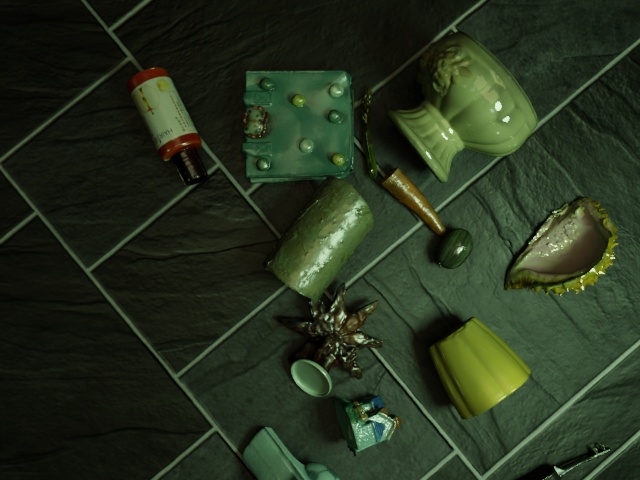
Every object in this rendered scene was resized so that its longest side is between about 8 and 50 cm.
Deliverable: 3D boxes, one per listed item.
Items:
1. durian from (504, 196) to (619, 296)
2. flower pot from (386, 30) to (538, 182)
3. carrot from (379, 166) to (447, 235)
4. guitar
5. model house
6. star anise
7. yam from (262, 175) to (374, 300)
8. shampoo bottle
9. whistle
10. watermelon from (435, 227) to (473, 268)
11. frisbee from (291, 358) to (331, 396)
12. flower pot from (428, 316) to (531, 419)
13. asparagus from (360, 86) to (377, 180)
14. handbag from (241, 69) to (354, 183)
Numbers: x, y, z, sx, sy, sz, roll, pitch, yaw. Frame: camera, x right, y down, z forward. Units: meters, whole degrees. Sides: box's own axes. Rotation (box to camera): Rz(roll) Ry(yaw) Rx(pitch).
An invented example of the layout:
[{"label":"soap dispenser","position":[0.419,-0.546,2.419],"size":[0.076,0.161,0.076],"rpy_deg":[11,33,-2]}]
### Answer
[{"label":"durian","position":[0.598,0.043,1.297],"size":[0.305,0.195,0.185],"rpy_deg":[-39,96,-5]},{"label":"flower pot","position":[0.302,-0.287,1.253],"size":[0.244,0.307,0.307],"rpy_deg":[-41,90,11]},{"label":"carrot","position":[0.238,-0.087,1.356],"size":[0.210,0.061,0.061],"rpy_deg":[45,88,-5]},{"label":"guitar","position":[0.585,0.555,1.342],"size":[0.271,0.084,0.038],"rpy_deg":[-26,88,-9]},{"label":"model house","position":[0.123,0.418,1.301],"size":[0.149,0.148,0.119],"rpy_deg":[-12,84,-15]},{"label":"star anise","position":[0.024,0.220,1.311],"size":[0.272,0.102,0.272],"rpy_deg":[0,91,2]},{"label":"yam","position":[0.000,0.000,1.285],"size":[0.161,0.161,0.268],"rpy_deg":[36,81,-1]},{"label":"shampoo bottle","position":[-0.352,-0.262,1.313],"size":[0.104,0.104,0.278],"rpy_deg":[-27,89,-2]},{"label":"whistle","position":[-0.042,0.573,1.296],"size":[0.163,0.163,0.290],"rpy_deg":[-48,53,-2]},{"label":"watermelon","position":[0.323,0.022,1.340],"size":[0.078,0.078,0.110],"rpy_deg":[31,93,-1]},{"label":"frisbee","position":[-0.022,0.324,1.310],"size":[0.110,0.110,0.014],"rpy_deg":[46,44,0]},{"label":"flower pot","position":[0.355,0.287,1.290],"size":[0.195,0.195,0.179],"rpy_deg":[-36,77,-2]},{"label":"asparagus","position":[0.119,-0.262,1.366],"size":[0.034,0.027,0.236],"rpy_deg":[-5,88,18]},{"label":"handbag","position":[-0.051,-0.273,1.326],"size":[0.274,0.100,0.268],"rpy_deg":[1,89,-2]}]
